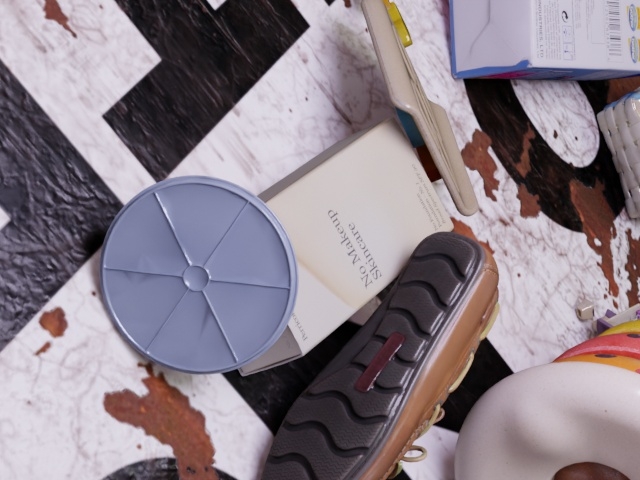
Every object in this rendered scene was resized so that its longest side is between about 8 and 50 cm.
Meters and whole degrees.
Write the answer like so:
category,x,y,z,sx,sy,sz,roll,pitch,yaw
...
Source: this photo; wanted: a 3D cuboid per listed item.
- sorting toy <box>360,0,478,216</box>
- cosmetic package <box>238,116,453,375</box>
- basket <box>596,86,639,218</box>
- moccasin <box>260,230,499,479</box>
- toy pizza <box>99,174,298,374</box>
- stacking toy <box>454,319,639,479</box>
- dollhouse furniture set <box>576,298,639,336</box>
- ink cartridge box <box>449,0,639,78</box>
category,x,y,z,sx,sy,sz,roll,pitch,yaw
sorting toy,0.107,-0.196,1.558,0.229,0.041,0.307,52,19,-46
cosmetic package,0.000,0.000,1.395,0.309,0.113,0.160,-39,102,-44
basket,0.586,-0.166,1.905,0.288,0.201,0.255,-16,86,-13
moccasin,0.071,0.169,1.348,0.380,0.139,0.147,-58,141,-21
toy pizza,-0.120,0.034,1.239,0.201,0.201,0.032,62,12,-6
stacking toy,0.401,0.209,1.562,0.351,0.350,0.480,58,37,-9
dollhouse furniture set,0.422,0.140,1.762,0.081,0.091,0.114,-22,121,-20
ink cartridge box,0.363,-0.367,1.795,0.395,0.151,0.270,-6,95,-42
